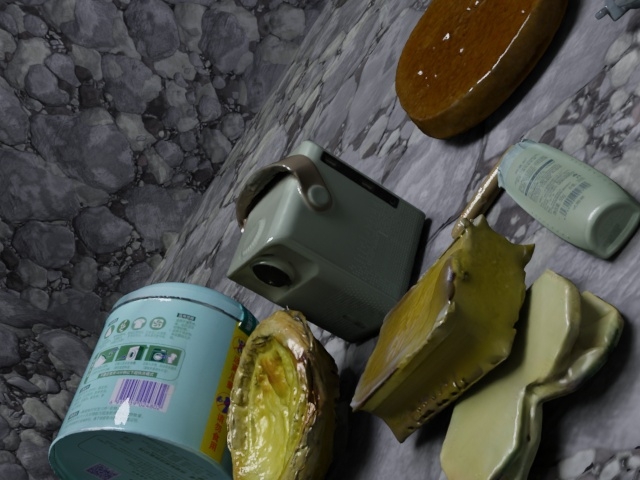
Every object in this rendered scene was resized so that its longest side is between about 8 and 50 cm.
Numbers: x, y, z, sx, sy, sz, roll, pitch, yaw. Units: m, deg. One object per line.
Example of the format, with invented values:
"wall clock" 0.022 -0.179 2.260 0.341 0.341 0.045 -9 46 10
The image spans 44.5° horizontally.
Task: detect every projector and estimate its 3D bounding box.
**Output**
"projector" 0.000 0.000 1.036 0.163 0.242 0.177 -35 29 50

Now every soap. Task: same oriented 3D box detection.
"soap" 0.111 0.091 0.759 0.135 0.076 0.233 -64 1 -37

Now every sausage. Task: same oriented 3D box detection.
"sausage" 0.197 -0.055 0.930 0.132 0.024 0.024 -56 18 11

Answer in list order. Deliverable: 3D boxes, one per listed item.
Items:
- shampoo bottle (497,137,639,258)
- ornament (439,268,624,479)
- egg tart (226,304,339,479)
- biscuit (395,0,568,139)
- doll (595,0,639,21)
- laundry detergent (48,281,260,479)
"shampoo bottle" 0.235 -0.048 0.769 0.072 0.049 0.212 -58 18 15
"ornament" 0.167 0.120 0.690 0.201 0.059 0.180 -61 12 7
"egg tart" -0.042 0.219 0.986 0.279 0.095 0.279 -172 90 -67
"biscuit" 0.241 -0.311 1.141 0.350 0.070 0.394 -49 21 26
"doll" 0.358 -0.288 0.785 0.195 0.062 0.104 -39 28 35
"laundry detergent" -0.231 0.239 1.229 0.287 0.287 0.305 -44 23 42
